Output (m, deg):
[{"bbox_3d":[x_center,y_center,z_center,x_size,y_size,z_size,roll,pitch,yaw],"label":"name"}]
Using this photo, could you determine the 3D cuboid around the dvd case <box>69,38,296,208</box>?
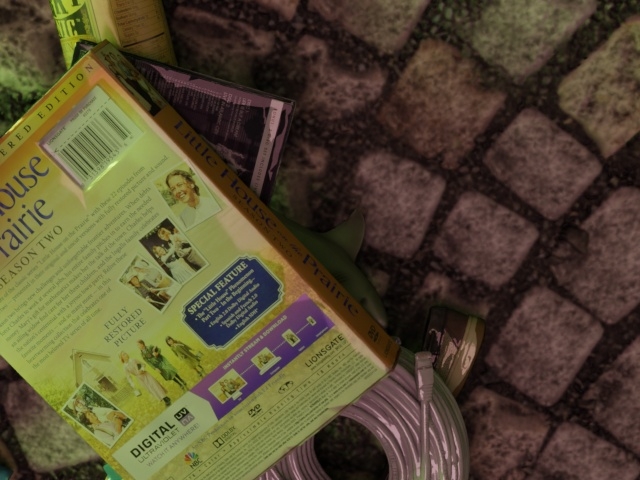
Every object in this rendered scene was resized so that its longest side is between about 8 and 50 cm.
[{"bbox_3d":[-0.149,-0.090,1.643,0.221,0.018,0.164,17,111,4],"label":"dvd case"}]

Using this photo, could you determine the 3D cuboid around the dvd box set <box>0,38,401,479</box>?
[{"bbox_3d":[-0.172,0.056,1.652,0.307,0.062,0.420,-41,97,22],"label":"dvd box set"}]

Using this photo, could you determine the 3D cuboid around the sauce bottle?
[{"bbox_3d":[-0.222,-0.276,1.661,0.111,0.111,0.344,-11,105,8],"label":"sauce bottle"}]

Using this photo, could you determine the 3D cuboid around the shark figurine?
[{"bbox_3d":[-0.017,-0.013,1.751,0.116,0.166,0.278,-44,82,-9],"label":"shark figurine"}]

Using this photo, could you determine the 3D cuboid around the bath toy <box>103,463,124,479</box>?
[{"bbox_3d":[-0.095,0.358,1.850,0.129,0.151,0.348,-34,105,-24],"label":"bath toy"}]

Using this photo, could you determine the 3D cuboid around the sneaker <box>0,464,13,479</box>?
[{"bbox_3d":[-0.445,0.315,1.888,0.090,0.081,0.232,40,100,-4],"label":"sneaker"}]

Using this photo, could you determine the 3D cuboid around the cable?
[{"bbox_3d":[0.027,0.222,1.742,0.257,0.089,0.257,-8,98,23],"label":"cable"}]

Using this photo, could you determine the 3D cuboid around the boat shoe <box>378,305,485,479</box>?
[{"bbox_3d":[0.103,0.171,1.796,0.073,0.080,0.223,25,103,2],"label":"boat shoe"}]
